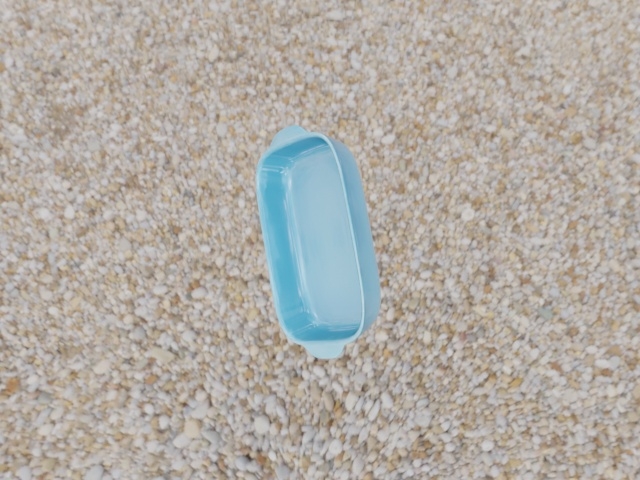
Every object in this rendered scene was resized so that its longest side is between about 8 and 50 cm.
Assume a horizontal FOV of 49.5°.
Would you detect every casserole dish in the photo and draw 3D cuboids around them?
[{"bbox_3d":[0.000,0.000,0.566,0.037,0.114,0.188,-7,87,-40],"label":"casserole dish"}]
